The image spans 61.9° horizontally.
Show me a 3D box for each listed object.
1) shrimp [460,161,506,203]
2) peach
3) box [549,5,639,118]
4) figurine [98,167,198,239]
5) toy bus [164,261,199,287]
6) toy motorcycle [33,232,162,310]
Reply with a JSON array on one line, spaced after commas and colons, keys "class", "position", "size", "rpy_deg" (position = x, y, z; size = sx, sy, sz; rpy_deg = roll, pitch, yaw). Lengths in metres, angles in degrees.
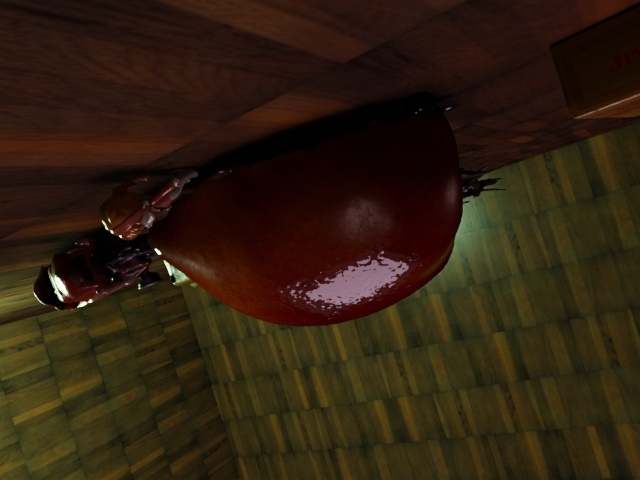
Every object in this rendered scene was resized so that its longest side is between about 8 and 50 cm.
[{"class": "shrimp", "position": [0.260, -0.121, 1.219], "size": [0.343, 0.116, 0.145], "rpy_deg": [-10, 178, -8]}, {"class": "peach", "position": [0.000, 0.000, 0.606], "size": [0.362, 0.201, 0.258], "rpy_deg": [-20, 180, -6]}, {"class": "box", "position": [0.366, -0.188, 0.535], "size": [0.174, 0.076, 0.274], "rpy_deg": [-16, 180, 42]}, {"class": "figurine", "position": [-0.158, -0.042, 0.496], "size": [0.064, 0.047, 0.109], "rpy_deg": [-27, -166, 40]}, {"class": "toy bus", "position": [-0.177, 0.011, 0.917], "size": [0.201, 0.114, 0.098], "rpy_deg": [-18, 178, 35]}, {"class": "toy motorcycle", "position": [-0.341, 0.048, 0.813], "size": [0.171, 0.089, 0.298], "rpy_deg": [-16, 178, -32]}]
